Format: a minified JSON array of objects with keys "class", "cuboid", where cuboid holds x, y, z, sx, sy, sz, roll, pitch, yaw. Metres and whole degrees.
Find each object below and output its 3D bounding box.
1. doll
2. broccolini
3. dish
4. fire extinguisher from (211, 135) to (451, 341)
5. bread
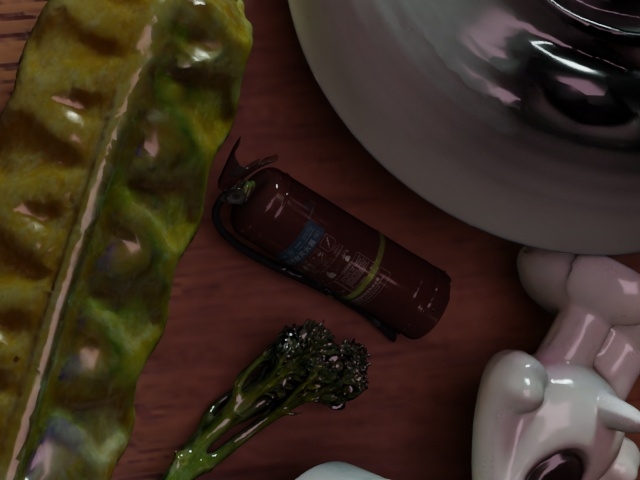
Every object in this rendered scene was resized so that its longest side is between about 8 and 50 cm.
[{"class":"doll","cuboid":[0.051,0.121,0.889,0.208,0.144,0.271,20,85,-34]},{"class":"broccolini","cuboid":[-0.053,0.109,0.890,0.194,0.052,0.054,-48,114,-19]},{"class":"dish","cuboid":[0.131,-0.141,0.877,0.273,0.134,0.273,5,69,-13]},{"class":"fire extinguisher","cuboid":[0.000,0.000,0.909,0.132,0.056,0.039,31,35,-23]},{"class":"bread","cuboid":[-0.105,-0.008,0.866,0.098,0.087,0.269,16,81,15]}]
